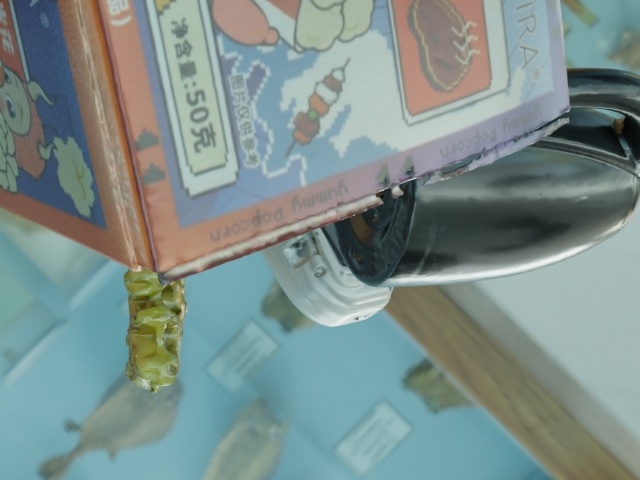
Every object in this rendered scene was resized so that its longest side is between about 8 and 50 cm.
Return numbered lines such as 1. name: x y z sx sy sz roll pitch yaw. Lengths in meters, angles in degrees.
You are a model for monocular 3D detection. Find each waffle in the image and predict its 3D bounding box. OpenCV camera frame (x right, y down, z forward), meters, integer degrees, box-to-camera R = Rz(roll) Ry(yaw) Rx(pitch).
1. waffle: -0.126 0.053 1.081 0.051 0.149 0.194 -4 -173 -9

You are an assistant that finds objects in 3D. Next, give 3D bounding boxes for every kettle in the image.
1. kettle: 0.185 -0.073 1.332 0.290 0.207 0.268 1 151 -19

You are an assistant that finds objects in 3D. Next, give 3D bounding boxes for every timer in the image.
1. timer: 0.000 0.000 2.092 0.087 0.262 0.237 -38 166 25

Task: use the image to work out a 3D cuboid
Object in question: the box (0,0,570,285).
1. box: -0.055 -0.207 0.813 0.318 0.349 0.257 -20 -157 -32
